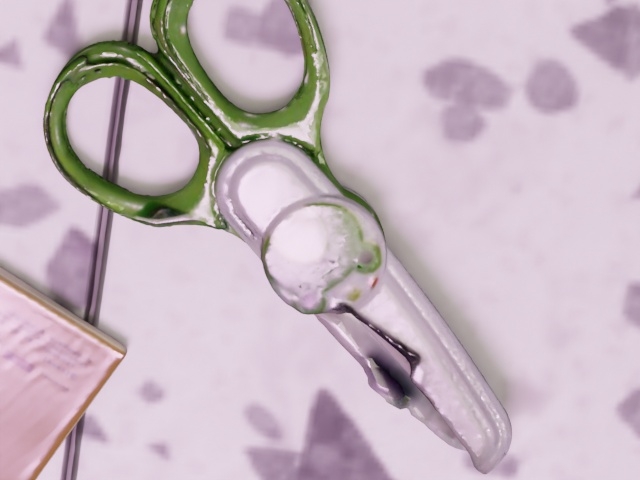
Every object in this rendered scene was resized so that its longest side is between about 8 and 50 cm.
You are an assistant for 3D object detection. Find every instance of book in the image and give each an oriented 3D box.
[{"bbox_3d":[-0.164,0.074,0.681,0.118,0.012,0.172,34,102,-13],"label":"book"}]

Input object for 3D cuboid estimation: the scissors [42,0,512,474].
[{"bbox_3d":[0.000,0.000,0.661,0.101,0.027,0.204,-39,104,11],"label":"scissors"}]
